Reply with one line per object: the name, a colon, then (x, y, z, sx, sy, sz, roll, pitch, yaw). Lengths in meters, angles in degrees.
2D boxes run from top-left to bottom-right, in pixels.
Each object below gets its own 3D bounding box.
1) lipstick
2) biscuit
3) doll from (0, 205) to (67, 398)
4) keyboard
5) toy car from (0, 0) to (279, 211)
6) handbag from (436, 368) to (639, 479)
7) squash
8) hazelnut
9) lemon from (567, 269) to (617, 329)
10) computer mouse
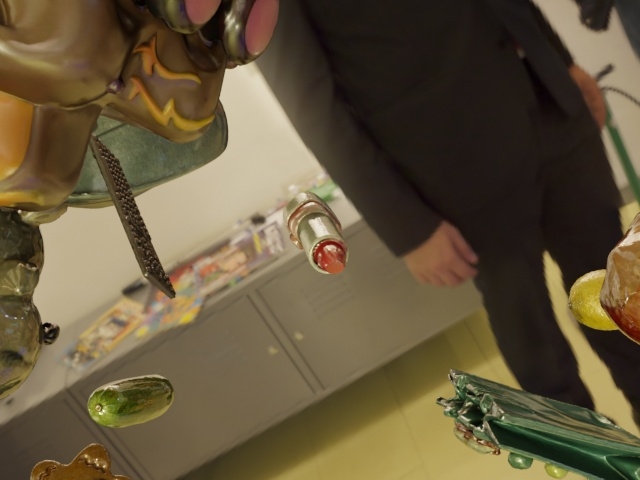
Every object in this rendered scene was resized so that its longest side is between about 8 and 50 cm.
lipstick: (-0.001, 0.001, 1.018, 0.057, 0.063, 0.186, -42, 18, 5)
biscuit: (-0.397, 0.429, 1.457, 0.236, 0.180, 0.039, -43, -1, -26)
doll: (-0.554, 0.079, 1.315, 0.252, 0.379, 0.382, -145, 71, -79)
keyboard: (-0.200, -0.028, 0.993, 0.013, 0.061, 0.204, -31, 56, 2)
toy car: (-0.204, -0.144, 0.724, 0.271, 0.240, 0.341, 21, 5, 18)
handbag: (0.319, 0.282, 1.334, 0.269, 0.274, 0.100, -157, 85, -78)
squash: (-0.252, 0.222, 1.324, 0.066, 0.066, 0.252, -28, -8, 9)
hazelnut: (0.375, 0.043, 1.000, 0.154, 0.143, 0.143, -64, 25, 5)
lemon: (0.388, 0.079, 1.262, 0.111, 0.082, 0.082, -4, 32, 18)
computer mouse: (-0.245, -0.158, 1.225, 0.114, 0.203, 0.374, -33, 0, 37)
